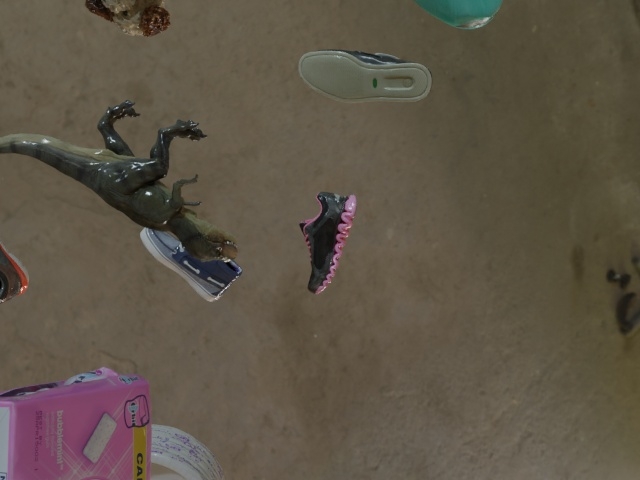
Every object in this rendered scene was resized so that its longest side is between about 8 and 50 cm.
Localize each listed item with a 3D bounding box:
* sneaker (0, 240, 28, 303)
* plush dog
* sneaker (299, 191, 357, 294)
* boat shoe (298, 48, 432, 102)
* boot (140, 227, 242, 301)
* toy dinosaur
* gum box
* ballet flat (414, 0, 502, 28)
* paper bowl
[{"bbox_3d":[-0.410,0.010,0.675,0.061,0.065,0.158,-34,106,16],"label":"sneaker"},{"bbox_3d":[-0.381,-0.525,1.159,0.210,0.262,0.226,-29,136,-38],"label":"plush dog"},{"bbox_3d":[0.000,0.000,0.649,0.057,0.047,0.120,18,96,-4],"label":"sneaker"},{"bbox_3d":[0.078,-0.285,1.010,0.232,0.079,0.084,10,117,10],"label":"boat shoe"},{"bbox_3d":[-0.235,0.022,1.071,0.190,0.069,0.086,42,112,-12],"label":"boot"},{"bbox_3d":[-0.188,-0.076,0.575,0.268,0.064,0.118,26,72,-7],"label":"toy dinosaur"},{"bbox_3d":[-0.163,0.176,0.356,0.107,0.062,0.189,15,71,-64],"label":"gum box"},{"bbox_3d":[0.098,-0.309,0.564,0.083,0.248,0.087,-23,149,3],"label":"ballet flat"},{"bbox_3d":[-0.322,0.485,1.123,0.283,0.148,0.285,1,106,3],"label":"paper bowl"}]
